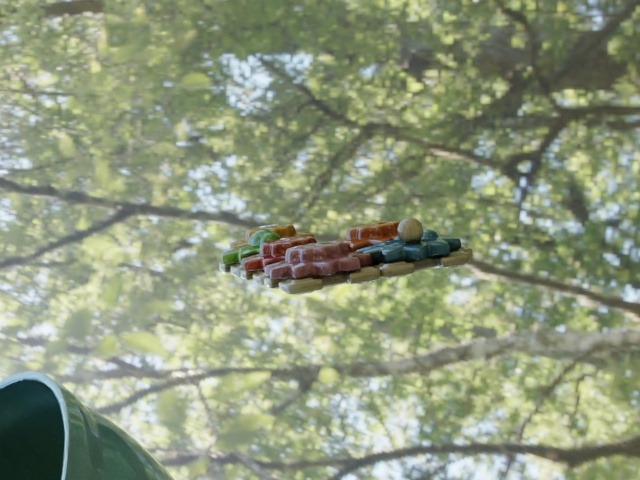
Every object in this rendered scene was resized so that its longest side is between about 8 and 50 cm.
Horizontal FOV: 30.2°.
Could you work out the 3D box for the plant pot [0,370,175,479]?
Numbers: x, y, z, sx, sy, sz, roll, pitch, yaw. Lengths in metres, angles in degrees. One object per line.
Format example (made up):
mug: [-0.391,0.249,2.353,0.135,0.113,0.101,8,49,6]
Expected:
plant pot: [-0.167,0.257,0.750,0.196,0.293,0.293,35,-106,-28]

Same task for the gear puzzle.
gear puzzle: [0.000,0.000,1.086,0.176,0.339,0.044,-9,-84,-18]
